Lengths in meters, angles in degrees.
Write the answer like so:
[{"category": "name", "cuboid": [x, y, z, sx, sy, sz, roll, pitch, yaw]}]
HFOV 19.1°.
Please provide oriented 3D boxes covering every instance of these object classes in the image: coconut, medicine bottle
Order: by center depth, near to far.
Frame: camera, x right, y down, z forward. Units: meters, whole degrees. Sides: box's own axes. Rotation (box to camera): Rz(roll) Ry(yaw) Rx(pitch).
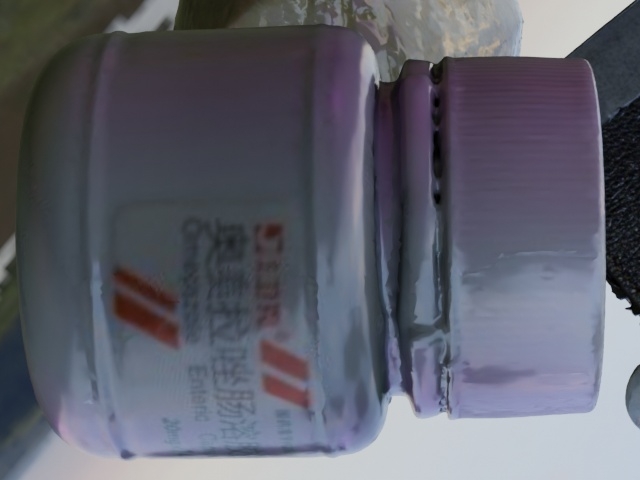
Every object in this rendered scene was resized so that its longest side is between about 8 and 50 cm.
[{"category": "medicine bottle", "cuboid": [0.000, 0.000, 1.060, 0.241, 0.302, 0.241, -2, 90, -86]}, {"category": "coconut", "cuboid": [0.023, -0.253, 2.128, 0.345, 0.415, 0.415, -25, -158, 49]}]

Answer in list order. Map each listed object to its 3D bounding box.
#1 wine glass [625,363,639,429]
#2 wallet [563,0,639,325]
[{"category": "wine glass", "cuboid": [0.396, 0.203, 1.914, 0.165, 0.165, 0.196, -50, -156, 14]}, {"category": "wallet", "cuboid": [0.276, -0.046, 1.281, 0.221, 0.262, 0.071, -40, -179, 13]}]
